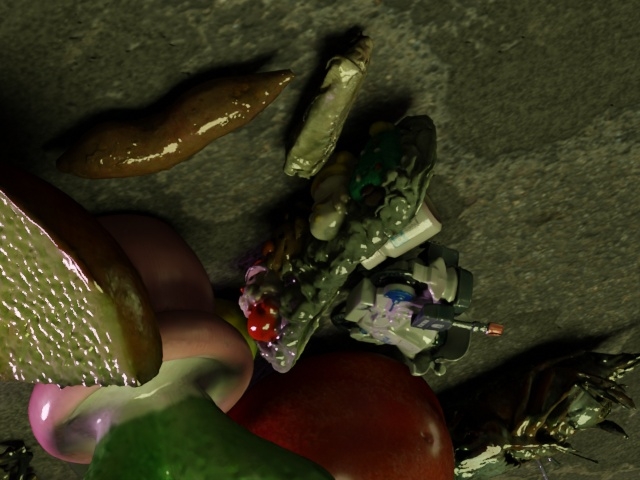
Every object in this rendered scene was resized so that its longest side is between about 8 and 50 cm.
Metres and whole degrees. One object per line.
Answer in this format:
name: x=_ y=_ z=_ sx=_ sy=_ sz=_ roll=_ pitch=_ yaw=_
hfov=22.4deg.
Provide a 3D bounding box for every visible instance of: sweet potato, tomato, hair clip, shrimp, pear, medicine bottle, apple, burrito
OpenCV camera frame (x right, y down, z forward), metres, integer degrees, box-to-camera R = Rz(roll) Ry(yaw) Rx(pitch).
sweet potato: x=-0.121 y=-0.096 z=1.385 sx=0.218 sy=0.051 sz=0.065 roll=-22 pitch=146 yaw=-2
tomato: x=0.009 y=0.294 z=1.846 sx=0.289 sy=0.293 sz=0.325 roll=3 pitch=147 yaw=-13
hair clip: x=-0.001 y=-0.001 z=1.552 sx=0.091 sy=0.138 sz=0.321 roll=24 pitch=133 yaw=-12
shrimp: x=0.293 y=0.228 z=2.042 sx=0.372 sy=0.137 sz=0.172 roll=-13 pitch=138 yaw=0
pear: x=-0.104 y=0.099 z=1.660 sx=0.097 sy=0.092 sz=0.092 roll=-45 pitch=173 yaw=-49
medicine bottle: x=0.074 y=-0.011 z=1.633 sx=0.089 sy=0.052 sz=0.052 roll=-32 pitch=147 yaw=14
apple: x=-0.281 y=0.030 z=1.303 sx=0.346 sy=0.179 sz=0.254 roll=1 pitch=159 yaw=25
burrito: x=0.006 y=-0.115 z=1.443 sx=0.051 sy=0.042 sz=0.171 roll=-38 pitch=167 yaw=-38

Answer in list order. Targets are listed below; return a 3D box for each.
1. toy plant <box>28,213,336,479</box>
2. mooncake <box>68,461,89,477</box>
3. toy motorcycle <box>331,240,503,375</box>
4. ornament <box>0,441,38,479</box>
toy plant: x=-0.178 y=0.166 z=1.465 sx=0.317 sy=0.356 sz=0.211 roll=-19 pitch=156 yaw=-9
mooncake: x=-0.193 y=0.178 z=1.701 sx=0.168 sy=0.104 sz=0.175 roll=-20 pitch=146 yaw=2
toy motorcycle: x=0.104 y=0.075 z=1.720 sx=0.150 sy=0.102 sz=0.221 roll=14 pitch=157 yaw=-10
ornament: x=-0.283 y=0.289 z=1.830 sx=0.202 sy=0.080 sz=0.236 roll=-21 pitch=148 yaw=4
